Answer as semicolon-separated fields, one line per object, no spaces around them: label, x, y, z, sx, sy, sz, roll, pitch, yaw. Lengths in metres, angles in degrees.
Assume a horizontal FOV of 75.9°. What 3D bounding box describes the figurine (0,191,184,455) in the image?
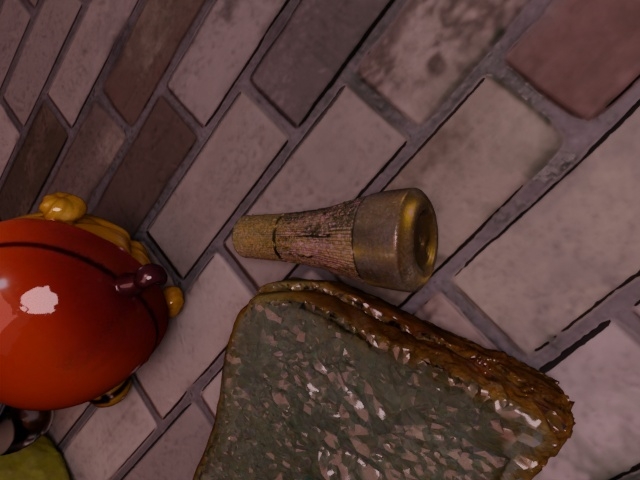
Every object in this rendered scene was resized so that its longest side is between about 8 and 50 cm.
figurine;-0.306;0.095;0.432;0.323;0.320;0.196;-39;37;-5

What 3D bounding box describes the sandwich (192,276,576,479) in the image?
sandwich;0.019;0.195;0.354;0.272;0.099;0.300;20;102;22

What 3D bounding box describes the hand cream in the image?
hand cream;0.000;0.000;0.378;0.203;0.084;0.083;0;91;35

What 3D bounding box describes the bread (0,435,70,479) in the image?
bread;-0.547;0.422;0.526;0.348;0.348;0.307;48;116;18
